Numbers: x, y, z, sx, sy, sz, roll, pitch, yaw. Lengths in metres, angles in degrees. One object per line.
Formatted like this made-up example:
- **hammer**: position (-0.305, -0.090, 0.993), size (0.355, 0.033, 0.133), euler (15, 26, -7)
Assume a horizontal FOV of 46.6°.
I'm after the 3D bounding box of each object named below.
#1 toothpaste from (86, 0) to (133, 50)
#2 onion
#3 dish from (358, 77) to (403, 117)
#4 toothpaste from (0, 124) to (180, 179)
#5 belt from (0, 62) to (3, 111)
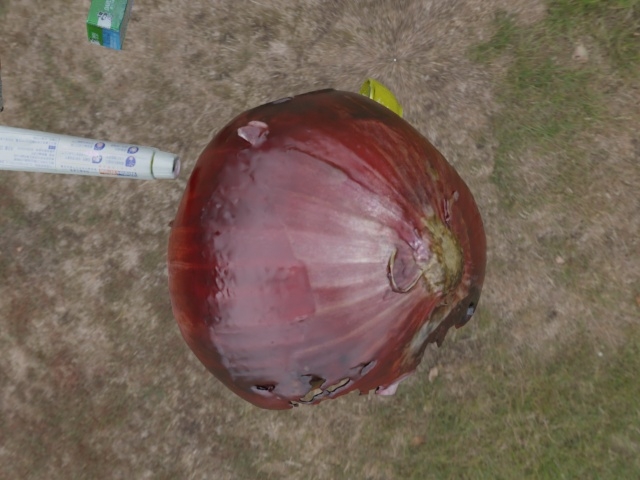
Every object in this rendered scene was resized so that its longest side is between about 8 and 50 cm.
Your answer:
- **toothpaste**: position (-0.279, -0.411, 1.069), size (0.050, 0.065, 0.267), euler (13, 77, -13)
- **onion**: position (0.002, 0.002, 0.770), size (0.341, 0.341, 0.342), euler (1, 104, 5)
- **dish**: position (0.100, -0.207, 1.315), size (0.080, 0.208, 0.149), euler (13, 100, -8)
- **toothpaste**: position (-0.250, -0.087, 0.750), size (0.218, 0.033, 0.052), euler (7, 82, 5)
- **belt**: position (-0.618, -0.252, 1.119), size (0.257, 0.207, 0.150), euler (-13, 121, -35)
